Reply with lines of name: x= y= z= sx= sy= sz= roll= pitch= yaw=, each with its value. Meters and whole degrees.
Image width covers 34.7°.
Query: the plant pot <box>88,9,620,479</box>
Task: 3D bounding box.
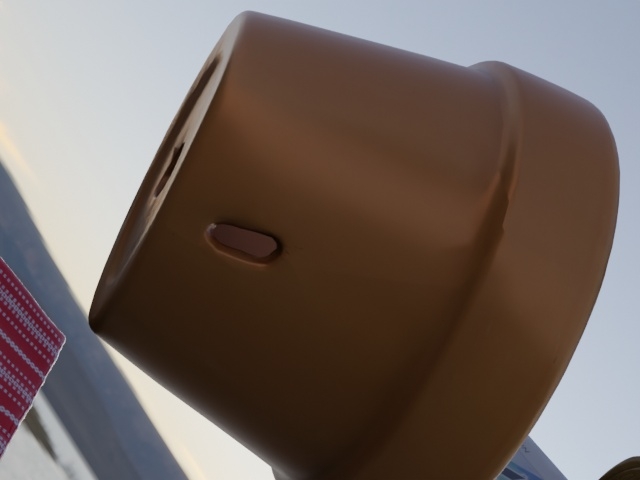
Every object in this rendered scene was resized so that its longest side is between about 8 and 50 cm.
plant pot: x=0.000 y=0.000 z=0.596 sx=0.203 sy=0.291 sz=0.291 roll=27 pitch=-11 yaw=-15

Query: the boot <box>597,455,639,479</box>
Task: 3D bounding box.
boot: x=0.367 y=0.393 z=1.209 sx=0.095 sy=0.262 sz=0.203 roll=20 pitch=-8 yaw=46

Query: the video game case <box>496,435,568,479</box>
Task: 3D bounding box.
video game case: x=0.117 y=0.233 z=1.274 sx=0.300 sy=0.329 sz=0.036 roll=50 pitch=-54 yaw=44

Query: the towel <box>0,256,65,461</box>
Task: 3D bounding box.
towel: x=-0.290 y=0.087 z=0.760 sx=0.199 sy=0.031 sz=0.275 roll=59 pitch=22 yaw=-24
